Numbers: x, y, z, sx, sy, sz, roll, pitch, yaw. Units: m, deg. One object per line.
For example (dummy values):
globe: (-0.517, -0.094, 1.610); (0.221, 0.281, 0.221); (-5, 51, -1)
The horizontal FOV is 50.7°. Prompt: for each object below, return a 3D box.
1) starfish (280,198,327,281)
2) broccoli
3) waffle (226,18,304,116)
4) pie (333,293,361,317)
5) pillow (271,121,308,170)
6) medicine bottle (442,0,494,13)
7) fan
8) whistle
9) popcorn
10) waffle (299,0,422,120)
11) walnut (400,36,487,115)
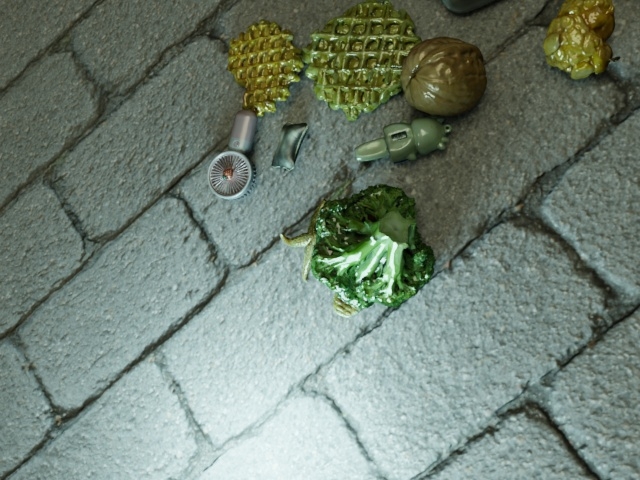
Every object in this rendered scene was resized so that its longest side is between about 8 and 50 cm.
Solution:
starfish: (0.000, 0.000, 1.710); (0.217, 0.050, 0.223); (18, 89, 12)
broccoli: (0.129, 0.006, 1.552); (0.308, 0.275, 0.307); (6, 64, -13)
waffle: (-0.165, -0.471, 1.836); (0.253, 0.056, 0.249); (39, 104, 26)
pie: (0.067, 0.148, 1.664); (0.085, 0.020, 0.084); (-4, 76, 16)
pillow: (-0.083, -0.250, 1.778); (0.091, 0.055, 0.135); (19, 83, 22)
medicine bottle: (0.374, -0.778, 1.718); (0.283, 0.123, 0.374); (-22, 72, 10)
fan: (-0.222, -0.228, 1.795); (0.130, 0.074, 0.244); (11, 88, 20)
whistle: (0.205, -0.244, 1.670); (0.245, 0.092, 0.110); (-16, 75, 12)
popcorn: (0.599, -0.475, 1.580); (0.164, 0.140, 0.194); (-1, 88, 9)
waffle: (0.107, -0.482, 1.762); (0.317, 0.073, 0.297); (-35, 71, 7)
walnut: (0.298, -0.391, 1.617); (0.214, 0.213, 0.213); (-4, 77, 16)
